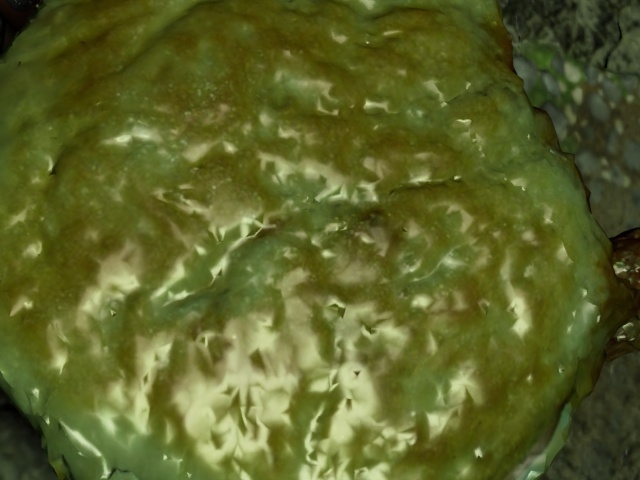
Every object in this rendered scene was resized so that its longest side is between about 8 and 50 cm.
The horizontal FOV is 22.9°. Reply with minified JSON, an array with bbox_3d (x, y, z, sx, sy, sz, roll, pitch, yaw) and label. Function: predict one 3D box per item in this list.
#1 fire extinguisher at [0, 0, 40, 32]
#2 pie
[{"bbox_3d":[-0.190,-0.170,0.911,0.046,0.032,0.100,-45,111,-12],"label":"fire extinguisher"},{"bbox_3d":[-0.023,-0.010,0.904,0.395,0.180,0.418,-42,96,-24],"label":"pie"}]
